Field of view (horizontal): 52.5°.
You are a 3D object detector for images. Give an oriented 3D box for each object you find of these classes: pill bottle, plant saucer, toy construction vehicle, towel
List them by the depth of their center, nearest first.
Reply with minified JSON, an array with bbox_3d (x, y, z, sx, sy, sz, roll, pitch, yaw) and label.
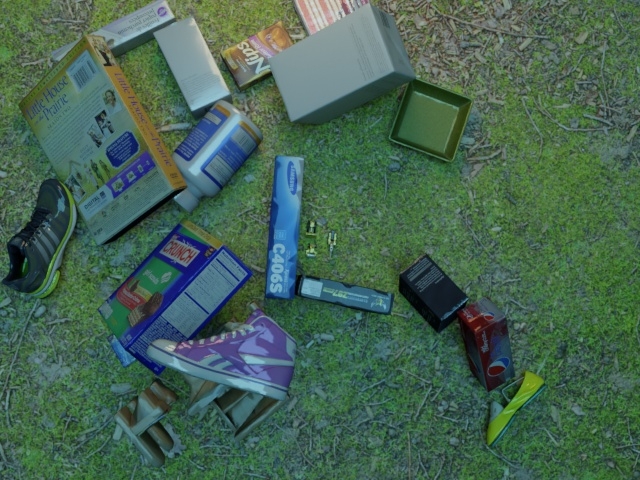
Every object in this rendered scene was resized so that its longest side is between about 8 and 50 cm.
[{"bbox_3d":[-0.284,-0.207,1.638,0.152,0.152,0.272,40,85,-1],"label":"pill bottle"},{"bbox_3d":[0.000,0.000,1.707,0.086,0.035,0.098,10,85,-4],"label":"toy construction vehicle"},{"bbox_3d":[0.294,-0.322,1.749,0.188,0.045,0.188,20,85,-3],"label":"plant saucer"},{"bbox_3d":[0.035,-0.630,1.758,0.197,0.029,0.144,-23,89,-4],"label":"towel"}]

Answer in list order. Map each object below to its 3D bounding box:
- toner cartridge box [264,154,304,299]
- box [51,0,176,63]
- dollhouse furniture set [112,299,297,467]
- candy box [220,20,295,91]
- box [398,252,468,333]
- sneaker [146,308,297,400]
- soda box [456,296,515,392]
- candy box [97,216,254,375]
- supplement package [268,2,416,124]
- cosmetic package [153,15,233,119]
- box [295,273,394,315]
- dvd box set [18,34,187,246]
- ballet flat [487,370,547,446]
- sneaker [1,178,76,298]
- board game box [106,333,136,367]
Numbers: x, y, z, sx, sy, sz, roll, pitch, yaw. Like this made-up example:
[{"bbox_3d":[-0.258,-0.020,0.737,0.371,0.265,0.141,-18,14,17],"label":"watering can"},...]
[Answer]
[{"bbox_3d":[-0.093,-0.027,1.637,0.075,0.165,0.348,4,86,-6],"label":"toner cartridge box"},{"bbox_3d":[-0.530,-0.522,1.682,0.324,0.067,0.063,-29,89,-5],"label":"box"},{"bbox_3d":[-0.210,0.346,1.486,0.362,0.394,0.256,-39,91,-6],"label":"dollhouse furniture set"},{"bbox_3d":[-0.158,-0.487,1.718,0.187,0.053,0.109,-30,90,-5],"label":"candy box"},{"bbox_3d":[0.282,0.136,1.642,0.093,0.156,0.158,-39,71,-7],"label":"box"},{"bbox_3d":[-0.183,0.199,1.260,0.282,0.102,0.161,18,77,-14],"label":"sneaker"},{"bbox_3d":[0.417,0.264,1.626,0.092,0.083,0.263,-28,131,-6],"label":"soda box"},{"bbox_3d":[-0.349,0.120,1.538,0.317,0.268,0.122,-47,122,-12],"label":"candy box"},{"bbox_3d":[0.054,-0.426,1.608,0.293,0.177,0.175,-21,88,26],"label":"supplement package"},{"bbox_3d":[-0.329,-0.446,1.685,0.117,0.085,0.231,-25,87,-6],"label":"cosmetic package"},{"bbox_3d":[0.054,0.136,1.628,0.233,0.183,0.059,13,86,-5],"label":"box"},{"bbox_3d":[-0.539,-0.234,1.585,0.308,0.062,0.420,-31,89,29],"label":"dvd box set"},{"bbox_3d":[0.496,0.436,1.710,0.231,0.077,0.077,-45,70,-9],"label":"ballet flat"},{"bbox_3d":[-0.690,-0.008,1.589,0.111,0.121,0.300,7,84,22],"label":"sneaker"},{"bbox_3d":[-0.483,0.263,1.655,0.090,0.020,0.090,-31,89,-7],"label":"board game box"}]
